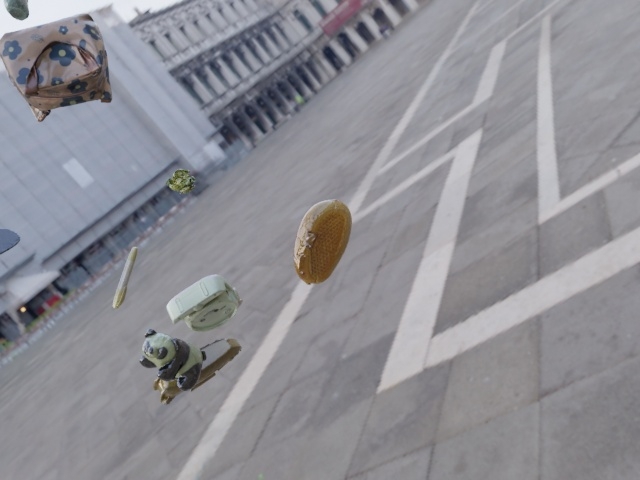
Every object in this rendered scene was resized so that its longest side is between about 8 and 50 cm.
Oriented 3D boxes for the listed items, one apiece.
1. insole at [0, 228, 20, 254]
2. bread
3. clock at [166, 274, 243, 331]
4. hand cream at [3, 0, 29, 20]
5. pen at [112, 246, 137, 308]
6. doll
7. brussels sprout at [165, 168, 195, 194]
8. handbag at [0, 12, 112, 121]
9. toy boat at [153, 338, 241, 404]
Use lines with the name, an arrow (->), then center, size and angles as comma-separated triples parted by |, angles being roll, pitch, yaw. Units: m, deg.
insole -> -0.856, 0.055, 1.643 | 0.348, 0.119, 0.009 | -42, -28, -50
bread -> 0.000, 0.000, 1.490 | 0.077, 0.114, 0.189 | 33, 104, 57
clock -> -0.266, 0.161, 1.691 | 0.151, 0.062, 0.191 | -34, -28, 5
hand cream -> -0.661, -0.558, 1.511 | 0.046, 0.174, 0.095 | -16, -18, 6
pen -> -0.707, 0.136, 2.557 | 0.040, 0.032, 0.233 | 12, 82, 34
doll -> -0.451, 0.358, 2.124 | 0.144, 0.234, 0.135 | 19, 76, 41
brussels sprout -> -0.419, -0.174, 2.147 | 0.085, 0.058, 0.085 | -10, 51, 13
handbag -> -0.656, -0.429, 1.777 | 0.252, 0.193, 0.190 | -20, -25, -11
toy boat -> -0.403, 0.429, 2.337 | 0.321, 0.089, 0.121 | -31, -31, -24
